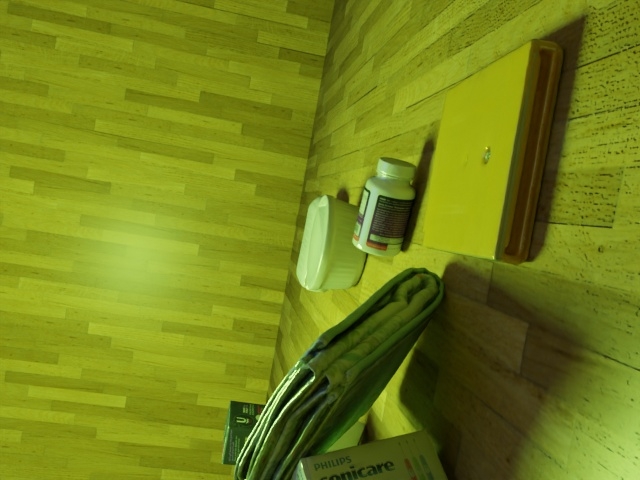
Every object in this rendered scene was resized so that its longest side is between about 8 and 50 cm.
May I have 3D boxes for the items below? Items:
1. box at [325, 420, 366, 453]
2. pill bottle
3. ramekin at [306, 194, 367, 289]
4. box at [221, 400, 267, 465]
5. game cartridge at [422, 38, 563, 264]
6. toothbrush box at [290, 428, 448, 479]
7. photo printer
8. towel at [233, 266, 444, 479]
[{"bbox_3d":[-0.053,0.518,1.242,0.345,0.168,0.215,-45,-25,-65],"label":"box"},{"bbox_3d":[0.140,-0.073,1.270,0.108,0.108,0.193,-105,26,-69],"label":"pill bottle"},{"bbox_3d":[0.048,0.014,1.685,0.273,0.127,0.272,-171,90,-82],"label":"ramekin"},{"bbox_3d":[-0.180,0.646,1.989,0.165,0.270,0.143,-111,32,-73],"label":"box"},{"bbox_3d":[0.240,-0.117,0.906,0.324,0.053,0.285,-155,75,-83],"label":"game cartridge"},{"bbox_3d":[0.051,0.424,0.924,0.283,0.206,0.122,109,148,-43],"label":"toothbrush box"},{"bbox_3d":[0.000,0.000,2.059,0.256,0.107,0.307,-133,53,-78],"label":"photo printer"},{"bbox_3d":[0.040,0.221,0.967,0.374,0.090,0.320,-23,-32,-53],"label":"towel"}]
